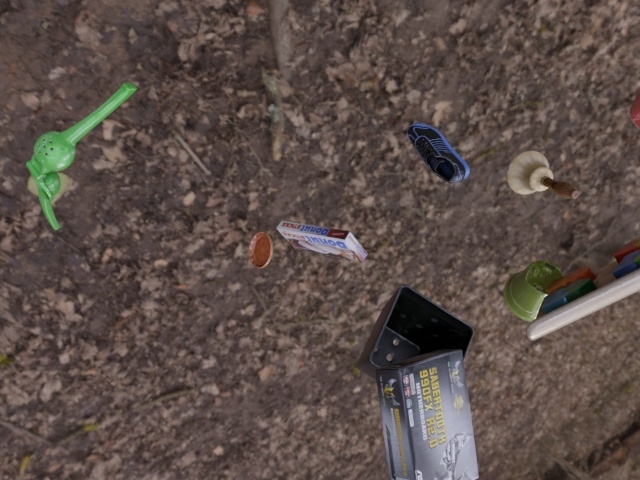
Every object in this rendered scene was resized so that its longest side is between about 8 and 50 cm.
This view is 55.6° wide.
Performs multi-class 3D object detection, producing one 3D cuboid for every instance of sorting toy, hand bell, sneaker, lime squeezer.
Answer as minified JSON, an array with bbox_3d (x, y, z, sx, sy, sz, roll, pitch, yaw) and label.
[{"bbox_3d":[0.339,0.042,0.716,0.193,0.038,0.208,-34,170,27],"label":"sorting toy"},{"bbox_3d":[0.598,-0.149,1.581,0.126,0.242,0.126,-4,110,-10],"label":"hand bell"},{"bbox_3d":[0.331,-0.257,1.773,0.090,0.232,0.081,-24,153,-49],"label":"sneaker"},{"bbox_3d":[-0.384,-0.112,0.894,0.310,0.059,0.110,-49,-176,31],"label":"lime squeezer"}]

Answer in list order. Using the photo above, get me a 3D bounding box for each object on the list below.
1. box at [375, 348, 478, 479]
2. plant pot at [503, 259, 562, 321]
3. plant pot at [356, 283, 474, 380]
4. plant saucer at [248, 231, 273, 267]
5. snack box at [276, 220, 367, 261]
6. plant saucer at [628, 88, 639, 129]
[{"bbox_3d":[0.184,0.314,1.033,0.183,0.056,0.231,-3,85,-43],"label":"box"},{"bbox_3d":[0.315,0.067,0.882,0.083,0.083,0.079,-48,160,-15],"label":"plant pot"},{"bbox_3d":[0.182,0.235,1.298,0.188,0.187,0.167,-61,-172,-27],"label":"plant pot"},{"bbox_3d":[-0.134,0.022,1.387,0.013,0.083,0.083,6,111,-42],"label":"plant saucer"},{"bbox_3d":[0.000,0.000,1.078,0.022,0.178,0.064,-56,130,-21],"label":"snack box"},{"bbox_3d":[0.583,-0.179,0.875,0.258,0.259,0.048,-53,-169,-27],"label":"plant saucer"}]
